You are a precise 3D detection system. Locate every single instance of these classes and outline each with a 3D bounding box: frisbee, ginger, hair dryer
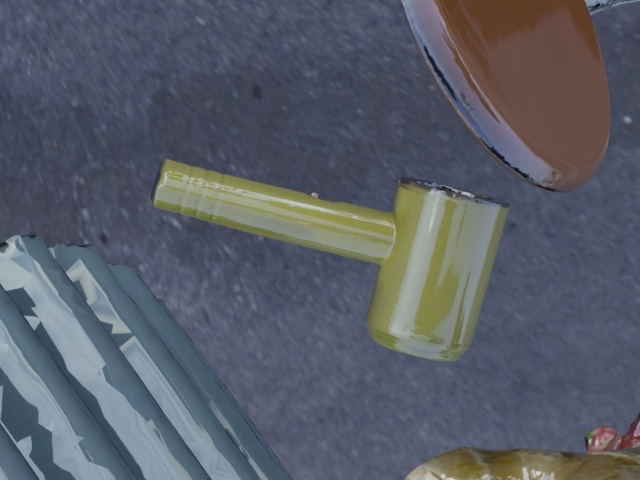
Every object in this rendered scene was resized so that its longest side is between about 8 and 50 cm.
[{"bbox_3d":[0.118,-0.149,1.011,0.021,0.251,0.251,-25,117,32],"label":"frisbee"},{"bbox_3d":[0.216,0.164,0.958,0.333,0.148,0.081,4,87,-24],"label":"ginger"},{"bbox_3d":[0.000,0.000,1.266,0.278,0.090,0.135,14,98,-4],"label":"hair dryer"}]

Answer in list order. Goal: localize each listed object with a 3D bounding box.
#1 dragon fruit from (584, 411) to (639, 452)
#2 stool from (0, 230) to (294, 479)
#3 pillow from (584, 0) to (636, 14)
[{"bbox_3d":[0.280,0.195,1.232,0.137,0.135,0.236,32,128,-19],"label":"dragon fruit"},{"bbox_3d":[-0.057,0.213,0.352,0.297,0.330,0.297,-34,153,-20],"label":"stool"},{"bbox_3d":[0.280,-0.261,1.275,0.229,0.051,0.128,-11,101,27],"label":"pillow"}]
